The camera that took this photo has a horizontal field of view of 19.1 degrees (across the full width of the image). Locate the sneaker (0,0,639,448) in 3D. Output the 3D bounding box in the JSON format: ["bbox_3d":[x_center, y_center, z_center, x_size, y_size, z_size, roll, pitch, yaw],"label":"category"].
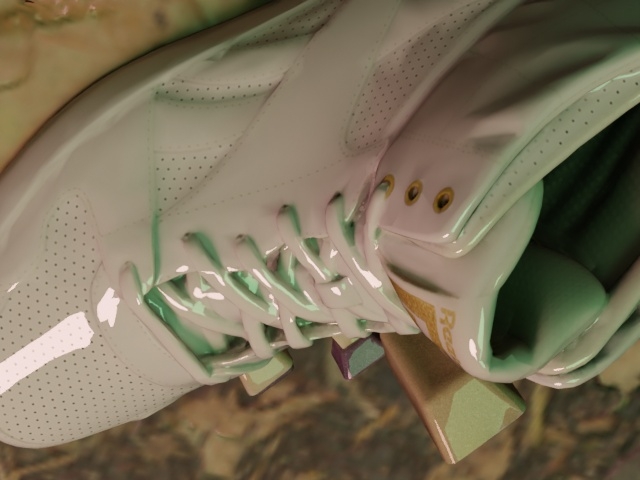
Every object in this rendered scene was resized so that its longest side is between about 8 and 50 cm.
[{"bbox_3d":[0.000,0.000,0.596,0.292,0.169,0.108,-36,122,8],"label":"sneaker"}]

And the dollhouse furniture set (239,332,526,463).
[{"bbox_3d":[0.033,0.062,0.671,0.091,0.114,0.081,-37,125,4],"label":"dollhouse furniture set"}]
